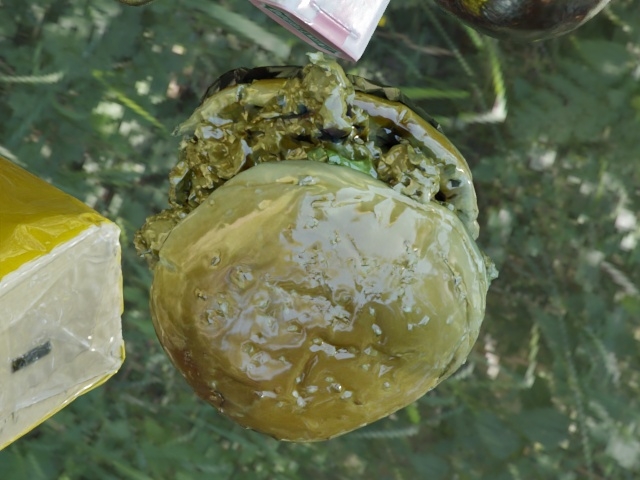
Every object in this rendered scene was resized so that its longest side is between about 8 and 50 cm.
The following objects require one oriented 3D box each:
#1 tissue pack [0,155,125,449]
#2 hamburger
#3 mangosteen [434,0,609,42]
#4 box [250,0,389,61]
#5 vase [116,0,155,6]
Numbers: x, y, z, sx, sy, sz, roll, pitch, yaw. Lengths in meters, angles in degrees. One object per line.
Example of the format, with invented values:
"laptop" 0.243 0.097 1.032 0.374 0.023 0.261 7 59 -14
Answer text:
"tissue pack" -0.427 0.039 1.289 0.293 0.382 0.228 -35 138 -36
"hamburger" 0.000 0.000 0.567 0.131 0.159 0.184 -76 168 -54
"mangosteen" 0.171 -0.259 0.977 0.217 0.192 0.192 -34 134 -35
"box" 0.056 -0.458 1.791 0.190 0.112 0.369 30 86 -49
"vase" -0.031 -0.347 0.954 0.329 0.241 0.302 -38 -179 40
